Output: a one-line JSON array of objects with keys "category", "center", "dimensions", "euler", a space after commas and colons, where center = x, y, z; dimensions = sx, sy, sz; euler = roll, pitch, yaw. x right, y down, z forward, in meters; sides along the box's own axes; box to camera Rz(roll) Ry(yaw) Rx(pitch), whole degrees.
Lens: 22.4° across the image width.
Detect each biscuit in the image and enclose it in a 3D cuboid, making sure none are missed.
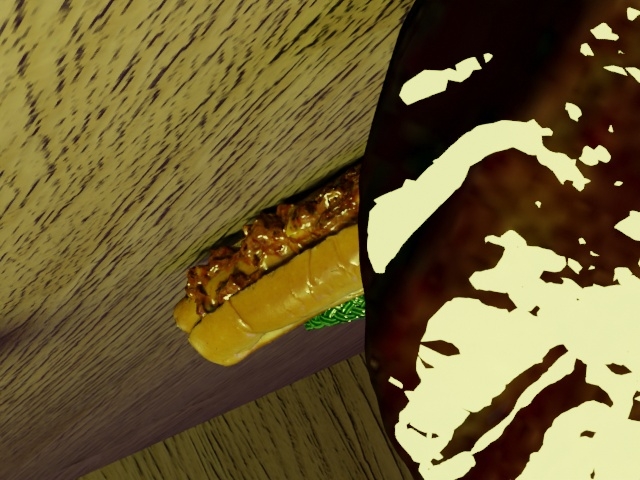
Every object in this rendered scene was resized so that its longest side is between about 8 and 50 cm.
[{"category": "biscuit", "center": [0.212, 0.012, 0.672], "dimensions": [0.407, 0.407, 0.091], "euler": [-30, -177, 26]}]

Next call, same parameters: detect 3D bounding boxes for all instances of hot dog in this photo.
[{"category": "hot dog", "center": [0.000, 0.000, 1.088], "dimensions": [0.249, 0.076, 0.102], "euler": [-28, -151, 26]}]

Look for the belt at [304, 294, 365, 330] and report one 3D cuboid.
[{"category": "belt", "center": [0.048, 0.024, 1.416], "dimensions": [0.151, 0.079, 0.121], "euler": [-14, -179, -5]}]
